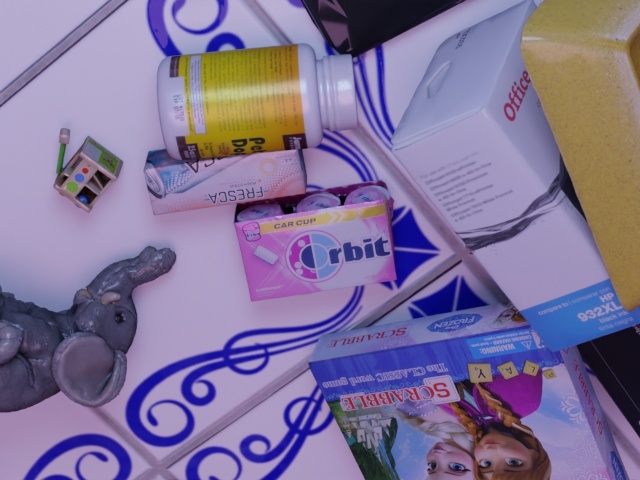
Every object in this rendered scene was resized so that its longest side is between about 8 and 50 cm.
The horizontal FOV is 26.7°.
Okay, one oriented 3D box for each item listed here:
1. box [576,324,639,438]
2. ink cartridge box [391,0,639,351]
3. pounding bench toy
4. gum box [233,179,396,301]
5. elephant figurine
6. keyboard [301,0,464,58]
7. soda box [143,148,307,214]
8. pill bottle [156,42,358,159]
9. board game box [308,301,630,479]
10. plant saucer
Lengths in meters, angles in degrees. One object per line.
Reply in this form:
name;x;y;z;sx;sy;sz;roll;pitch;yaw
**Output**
box;0.414;0.112;1.641;0.184;0.103;0.261;-33;112;12
ink cartridge box;0.240;-0.071;1.466;0.129;0.223;0.307;-23;117;38
pounding bench toy;-0.284;-0.084;1.564;0.083;0.052;0.065;37;110;-17
gum box;0.000;0.000;1.602;0.188;0.062;0.107;-9;116;4
elephant figurine;-0.295;0.121;1.618;0.239;0.169;0.186;0;146;-18
keyboard;0.111;-0.345;1.456;0.317;0.033;0.202;-27;116;11
soda box;-0.109;-0.079;1.565;0.183;0.058;0.063;-9;116;3
pill bottle;-0.068;-0.156;1.496;0.214;0.117;0.117;-5;116;2
board game box;0.189;0.235;1.663;0.318;0.066;0.318;-13;117;28
plant saucer;0.358;-0.151;1.394;0.081;0.333;0.333;-4;123;41
